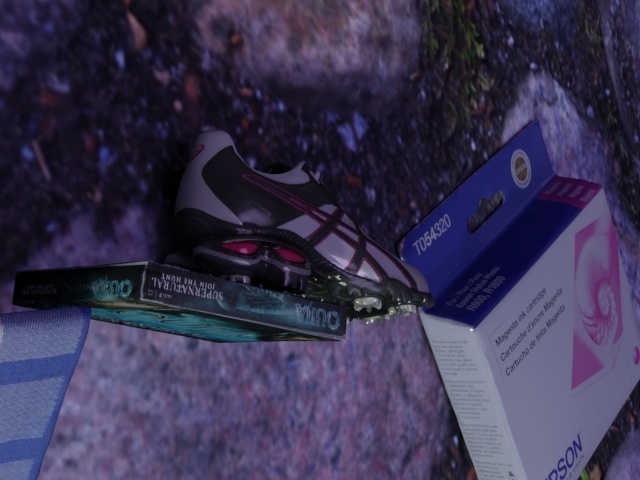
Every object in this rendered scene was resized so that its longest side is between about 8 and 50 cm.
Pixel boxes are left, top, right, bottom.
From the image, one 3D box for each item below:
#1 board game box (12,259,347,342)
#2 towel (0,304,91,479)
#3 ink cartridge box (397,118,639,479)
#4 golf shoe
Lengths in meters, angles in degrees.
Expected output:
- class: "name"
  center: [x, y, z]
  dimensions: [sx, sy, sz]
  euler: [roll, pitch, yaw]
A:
- class: "board game box"
  center: [-0.088, 0.044, 0.708]
  dimensions: [0.186, 0.126, 0.026]
  euler: [16, 74, -48]
- class: "towel"
  center: [-0.253, 0.122, 0.495]
  dimensions: [0.285, 0.034, 0.209]
  euler: [-2, 123, -50]
- class: "ink cartridge box"
  center: [0.234, 0.077, 1.136]
  dimensions: [0.324, 0.071, 0.330]
  euler: [-40, 117, -44]
- class: "golf shoe"
  center: [0.000, 0.000, 0.840]
  dimensions: [0.272, 0.105, 0.120]
  euler: [19, 64, -48]
